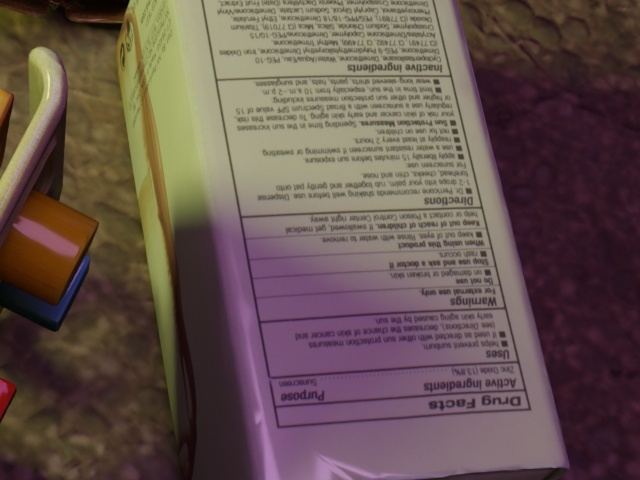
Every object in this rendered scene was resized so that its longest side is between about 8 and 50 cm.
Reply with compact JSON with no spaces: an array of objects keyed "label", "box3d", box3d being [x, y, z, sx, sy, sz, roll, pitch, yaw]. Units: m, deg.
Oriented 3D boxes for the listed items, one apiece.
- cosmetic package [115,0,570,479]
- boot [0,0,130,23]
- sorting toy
[{"label":"cosmetic package","box3d":[0.000,0.000,0.949,0.153,0.129,0.296,-1,63,-19]},{"label":"boot","box3d":[-0.179,-0.192,1.031,0.197,0.073,0.152,3,67,-12]},{"label":"sorting toy","box3d":[-0.130,0.037,0.777,0.047,0.348,0.196,22,78,-4]}]
